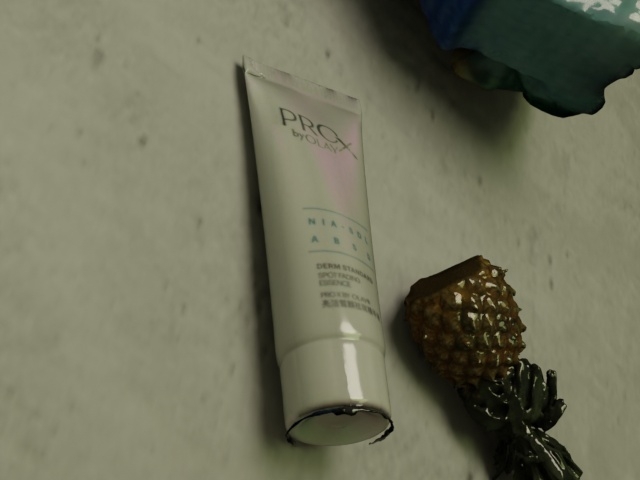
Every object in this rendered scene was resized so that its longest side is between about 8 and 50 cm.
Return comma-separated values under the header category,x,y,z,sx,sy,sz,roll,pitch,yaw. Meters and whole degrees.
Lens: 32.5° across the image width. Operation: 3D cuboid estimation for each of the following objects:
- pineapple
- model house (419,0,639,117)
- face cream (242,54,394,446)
category,x,y,z,sx,sy,sz,roll,pitch,yaw
pineapple,0.111,0.091,0.687,0.074,0.074,0.159,-37,101,-50
model house,0.101,-0.287,0.803,0.329,0.252,0.294,24,73,-8
face cream,0.000,0.000,0.633,0.092,0.058,0.243,19,50,-34
